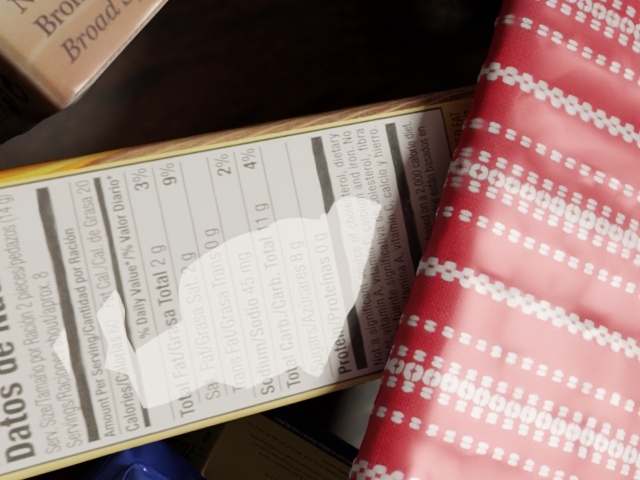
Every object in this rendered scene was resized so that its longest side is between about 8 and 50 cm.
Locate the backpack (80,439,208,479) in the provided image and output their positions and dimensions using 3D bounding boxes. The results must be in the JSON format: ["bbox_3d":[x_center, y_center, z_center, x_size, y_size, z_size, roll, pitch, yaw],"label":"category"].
[{"bbox_3d":[-0.043,0.133,0.423,0.120,0.101,0.098,39,74,-5],"label":"backpack"}]

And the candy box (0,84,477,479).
[{"bbox_3d":[0.000,0.000,0.470,0.316,0.183,0.088,-13,92,-24],"label":"candy box"}]

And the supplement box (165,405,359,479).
[{"bbox_3d":[-0.026,0.111,0.523,0.083,0.056,0.083,33,75,-19],"label":"supplement box"}]

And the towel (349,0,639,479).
[{"bbox_3d":[0.123,0.006,0.409,0.199,0.031,0.275,23,79,-21],"label":"towel"}]

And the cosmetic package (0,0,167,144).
[{"bbox_3d":[-0.160,-0.189,0.437,0.296,0.129,0.153,43,73,-16],"label":"cosmetic package"}]
